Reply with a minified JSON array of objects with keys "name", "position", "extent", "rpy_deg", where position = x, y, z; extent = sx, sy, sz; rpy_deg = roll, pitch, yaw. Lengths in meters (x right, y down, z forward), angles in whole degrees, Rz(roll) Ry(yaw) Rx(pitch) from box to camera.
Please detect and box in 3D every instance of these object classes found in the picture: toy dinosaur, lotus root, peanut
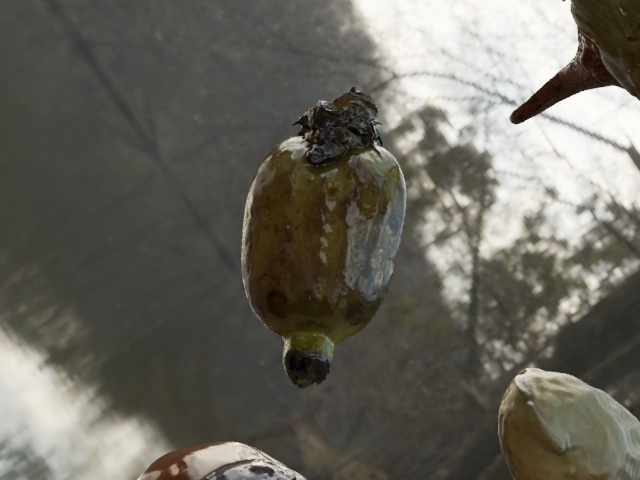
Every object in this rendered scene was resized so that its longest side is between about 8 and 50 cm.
[{"name":"toy dinosaur","position":[0.342,-0.191,1.438],"extent":[0.208,0.097,0.432],"rpy_deg":[21,-29,5]},{"name":"lotus root","position":[0.000,0.000,1.384],"extent":[0.141,0.169,0.314],"rpy_deg":[50,50,-78]},{"name":"peanut","position":[0.310,0.256,1.573],"extent":[0.340,0.158,0.174],"rpy_deg":[29,69,-66]}]

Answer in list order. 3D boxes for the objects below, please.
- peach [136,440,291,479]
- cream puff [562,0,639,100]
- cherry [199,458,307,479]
[{"name":"peach","position":[-0.154,0.454,1.919],"extent":[0.302,0.342,0.343],"rpy_deg":[14,-6,1]},{"name":"cream puff","position":[0.347,-0.250,1.054],"extent":[0.324,0.257,0.291],"rpy_deg":[54,-14,-15]},{"name":"cherry","position":[-0.067,0.297,1.175],"extent":[0.195,0.195,0.195],"rpy_deg":[57,-4,6]}]
